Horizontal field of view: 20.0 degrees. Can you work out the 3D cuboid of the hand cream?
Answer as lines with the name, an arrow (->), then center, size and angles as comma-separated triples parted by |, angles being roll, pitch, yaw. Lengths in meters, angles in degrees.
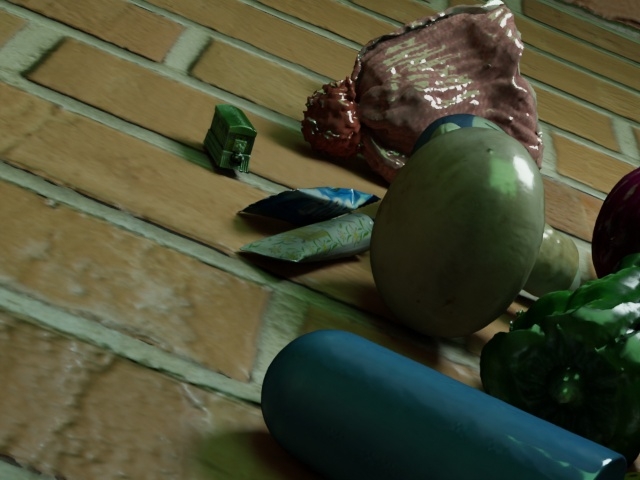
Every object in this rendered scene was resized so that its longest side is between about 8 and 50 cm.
hand cream -> 0.000, 0.000, 1.799 | 0.067, 0.042, 0.194 | 17, 15, 30

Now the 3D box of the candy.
candy -> -0.014, -0.035, 1.852 | 0.088, 0.038, 0.136 | -14, -12, 43

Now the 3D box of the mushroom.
mushroom -> 0.144, 0.009, 1.723 | 0.209, 0.206, 0.206 | 50, 10, -21

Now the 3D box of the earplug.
earplug -> 0.076, 0.156, 1.348 | 0.273, 0.132, 0.132 | 27, 19, 22

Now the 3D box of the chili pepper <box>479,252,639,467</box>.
chili pepper -> 0.282, 0.104, 1.654 | 0.385, 0.213, 0.167 | -29, 97, -63

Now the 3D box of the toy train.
toy train -> -0.096, -0.110, 1.961 | 0.038, 0.056, 0.093 | 12, 19, -20

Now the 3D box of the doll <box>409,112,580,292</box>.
doll -> 0.180, -0.040, 1.960 | 0.228, 0.154, 0.258 | 53, 20, -16

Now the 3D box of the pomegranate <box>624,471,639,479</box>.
pomegranate -> 0.249, 0.221, 1.445 | 0.084, 0.073, 0.073 | 1, 29, -48

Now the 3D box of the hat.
hat -> 0.114, -0.155, 2.148 | 0.286, 0.236, 0.107 | -11, -8, -9

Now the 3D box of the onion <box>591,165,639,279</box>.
onion -> 0.414, 0.006, 1.991 | 0.230, 0.272, 0.256 | 1, -8, -38
